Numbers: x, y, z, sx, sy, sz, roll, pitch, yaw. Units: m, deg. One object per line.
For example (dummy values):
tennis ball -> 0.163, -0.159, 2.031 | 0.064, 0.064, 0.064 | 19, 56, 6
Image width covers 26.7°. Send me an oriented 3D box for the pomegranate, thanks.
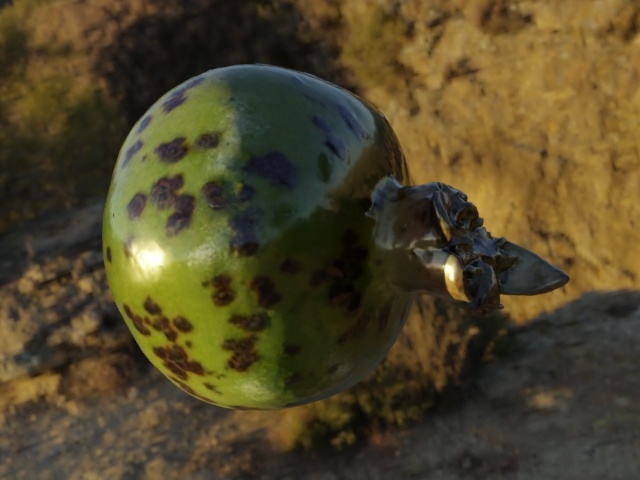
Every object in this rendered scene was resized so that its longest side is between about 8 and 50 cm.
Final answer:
pomegranate -> 0.000, 0.000, 0.451 | 0.162, 0.122, 0.122 | 3, 22, 25
